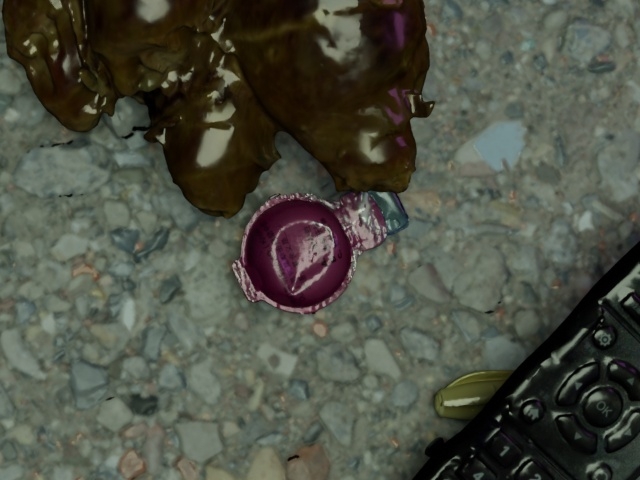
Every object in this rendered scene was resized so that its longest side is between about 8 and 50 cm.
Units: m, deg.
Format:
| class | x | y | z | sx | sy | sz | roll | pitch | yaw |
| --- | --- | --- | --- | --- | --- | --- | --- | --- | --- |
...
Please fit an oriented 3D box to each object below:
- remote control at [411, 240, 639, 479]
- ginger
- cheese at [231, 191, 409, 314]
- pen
| class | x | y | z | sx | sy | sz | roll | pitch | yaw |
| --- | --- | --- | --- | --- | --- | --- | --- | --- | --- |
| remote control | 0.188 | 0.143 | 1.256 | 0.399 | 0.062 | 0.144 | -46 | 108 | 1 |
| ginger | -0.067 | -0.171 | 1.213 | 0.357 | 0.152 | 0.274 | 31 | 83 | -5 |
| cheese | 0.000 | 0.000 | 1.274 | 0.145 | 0.038 | 0.095 | -28 | 94 | -15 |
| pen | 0.202 | 0.117 | 1.306 | 0.233 | 0.032 | 0.040 | -3 | 74 | -11 |
